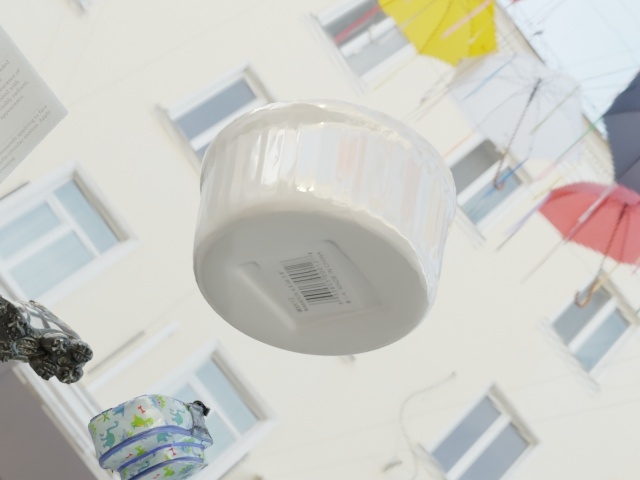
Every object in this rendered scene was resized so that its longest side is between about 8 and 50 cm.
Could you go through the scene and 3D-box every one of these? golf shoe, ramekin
[{"bbox_3d":[-0.368,0.104,1.191,0.198,0.077,0.094,38,2,-33],"label":"golf shoe"},{"bbox_3d":[0.000,0.000,1.032,0.277,0.135,0.277,5,-40,4],"label":"ramekin"}]

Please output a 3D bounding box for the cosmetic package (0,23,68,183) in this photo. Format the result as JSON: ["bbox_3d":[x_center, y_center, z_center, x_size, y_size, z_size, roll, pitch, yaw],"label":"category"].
[{"bbox_3d":[-0.387,-0.155,0.992,0.151,0.151,0.184,26,-22,36],"label":"cosmetic package"}]

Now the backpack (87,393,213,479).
[{"bbox_3d":[-0.172,0.207,1.016,0.114,0.105,0.084,45,19,-58],"label":"backpack"}]
